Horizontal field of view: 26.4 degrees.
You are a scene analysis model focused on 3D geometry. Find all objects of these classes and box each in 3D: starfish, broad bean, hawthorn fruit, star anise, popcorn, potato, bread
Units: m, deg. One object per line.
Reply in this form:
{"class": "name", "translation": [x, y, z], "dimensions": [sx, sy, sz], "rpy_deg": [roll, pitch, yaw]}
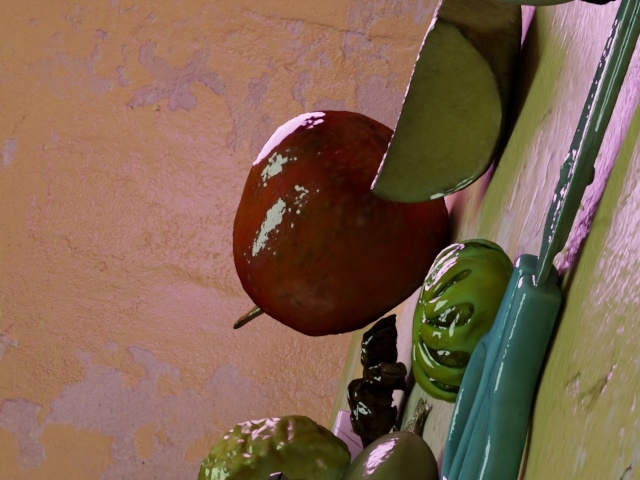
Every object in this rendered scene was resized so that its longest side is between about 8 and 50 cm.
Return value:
{"class": "starfish", "translation": [0.098, 0.187, 1.406], "dimensions": [0.092, 0.016, 0.086], "rpy_deg": [117, 175, -51]}
{"class": "broad bean", "translation": [0.037, 0.276, 1.133], "dimensions": [0.263, 0.121, 0.189], "rpy_deg": [-55, -18, -42]}
{"class": "hawthorn fruit", "translation": [0.000, 0.000, 1.718], "dimensions": [0.330, 0.287, 0.287], "rpy_deg": [-47, 8, 16]}
{"class": "star anise", "translation": [0.068, 0.198, 1.635], "dimensions": [0.234, 0.073, 0.177], "rpy_deg": [-88, 2, -46]}
{"class": "popcorn", "translation": [-0.049, 0.310, 1.599], "dimensions": [0.184, 0.204, 0.221], "rpy_deg": [-101, -11, -54]}
{"class": "potato", "translation": [0.159, -0.201, 1.440], "dimensions": [0.269, 0.112, 0.255], "rpy_deg": [111, 179, -53]}
{"class": "bread", "translation": [0.109, 0.059, 1.065], "dimensions": [0.139, 0.071, 0.130], "rpy_deg": [-75, -4, -47]}

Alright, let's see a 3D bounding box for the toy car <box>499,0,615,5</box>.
{"class": "toy car", "translation": [0.147, -0.284, 0.878], "dimensions": [0.190, 0.188, 0.255], "rpy_deg": [-61, -13, -53]}

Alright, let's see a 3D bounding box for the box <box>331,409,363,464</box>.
{"class": "box", "translation": [0.020, 0.366, 1.811], "dimensions": [0.243, 0.067, 0.155], "rpy_deg": [-75, 2, -45]}

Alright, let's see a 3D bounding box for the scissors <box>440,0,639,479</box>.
{"class": "scissors", "translation": [0.148, -0.006, 0.856], "dimensions": [0.192, 0.029, 0.447], "rpy_deg": [-77, 2, -68]}

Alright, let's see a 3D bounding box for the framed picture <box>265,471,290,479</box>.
{"class": "framed picture", "translation": [-0.016, 0.355, 1.183], "dimensions": [0.023, 0.189, 0.260], "rpy_deg": [-22, 34, 31]}
